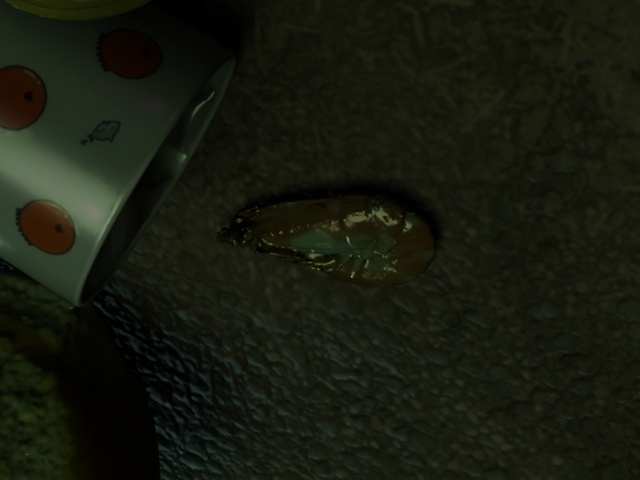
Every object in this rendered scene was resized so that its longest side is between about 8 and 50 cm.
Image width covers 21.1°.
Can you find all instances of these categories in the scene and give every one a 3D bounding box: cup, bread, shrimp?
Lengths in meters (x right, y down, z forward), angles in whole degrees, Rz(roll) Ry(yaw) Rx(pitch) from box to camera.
[{"bbox_3d":[-0.248,-0.123,1.212,0.317,0.212,0.212,31,134,0],"label":"cup"},{"bbox_3d":[-0.260,0.188,1.434,0.264,0.395,0.239,-3,148,-1],"label":"bread"},{"bbox_3d":[0.000,0.000,1.309,0.184,0.043,0.091,5,132,22],"label":"shrimp"}]

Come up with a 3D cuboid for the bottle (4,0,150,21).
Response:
[{"bbox_3d":[-0.172,-0.278,0.976,0.171,0.171,0.351,17,162,13],"label":"bottle"}]
